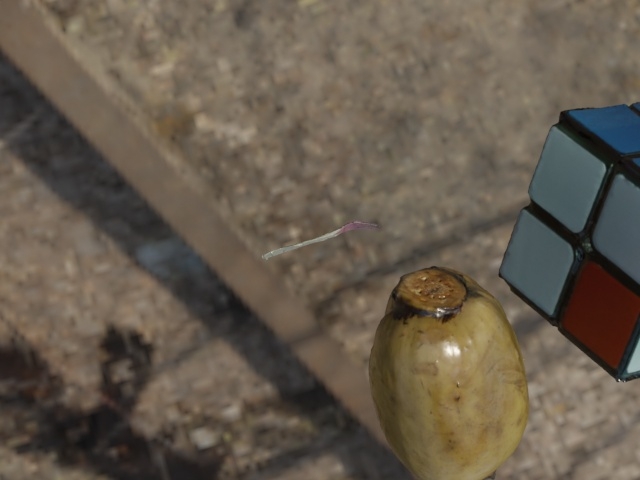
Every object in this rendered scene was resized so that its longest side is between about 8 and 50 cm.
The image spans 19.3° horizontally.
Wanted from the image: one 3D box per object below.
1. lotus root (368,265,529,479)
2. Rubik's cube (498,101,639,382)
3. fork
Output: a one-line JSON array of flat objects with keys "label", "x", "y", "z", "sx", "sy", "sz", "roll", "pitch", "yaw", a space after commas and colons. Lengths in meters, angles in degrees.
[{"label": "lotus root", "x": 0.098, "y": 0.113, "z": 1.394, "sx": 0.125, "sy": 0.118, "sz": 0.221, "roll": -49, "pitch": 138, "yaw": -34}, {"label": "Rubik's cube", "x": 0.289, "y": -0.005, "z": 1.630, "sx": 0.183, "sy": 0.167, "sz": 0.180, "roll": -7, "pitch": 127, "yaw": -39}, {"label": "fork", "x": 0.000, "y": -0.001, "z": 1.742, "sx": 0.115, "sy": 0.012, "sz": 0.016, "roll": -15, "pitch": 149, "yaw": -2}]
